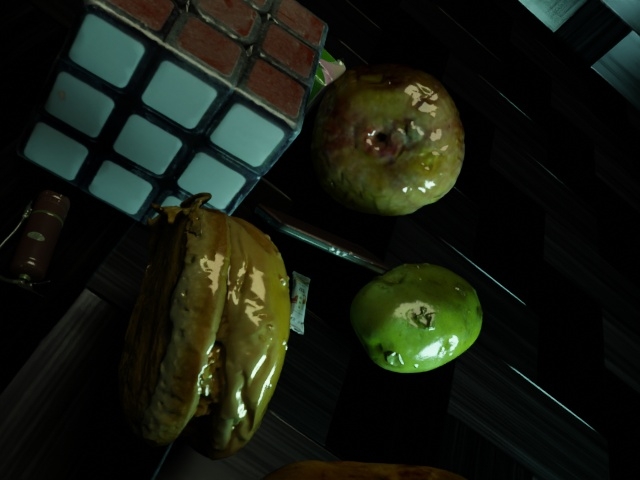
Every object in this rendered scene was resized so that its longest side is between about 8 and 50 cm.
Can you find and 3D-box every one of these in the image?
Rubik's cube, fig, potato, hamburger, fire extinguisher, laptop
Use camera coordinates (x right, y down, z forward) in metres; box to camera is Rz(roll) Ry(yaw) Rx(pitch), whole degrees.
[{"bbox_3d":[-0.203,-0.225,1.015,0.304,0.301,0.305,32,42,-17],"label":"Rubik's cube"},{"bbox_3d":[0.130,-0.173,1.356,0.286,0.286,0.369,53,4,8],"label":"fig"},{"bbox_3d":[0.158,0.127,1.163,0.253,0.148,0.186,2,32,-33],"label":"potato"},{"bbox_3d":[-0.134,0.091,0.798,0.158,0.318,0.318,9,51,-22],"label":"hamburger"},{"bbox_3d":[-0.365,0.005,0.882,0.078,0.045,0.157,5,50,-4],"label":"fire extinguisher"},{"bbox_3d":[0.000,0.000,1.153,0.207,0.026,0.154,23,7,-25],"label":"laptop"}]

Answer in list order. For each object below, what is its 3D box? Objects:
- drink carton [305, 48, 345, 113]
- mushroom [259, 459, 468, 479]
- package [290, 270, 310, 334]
[{"bbox_3d":[-0.105,-0.348,1.312,0.271,0.161,0.108,43,39,-4],"label":"drink carton"},{"bbox_3d":[0.052,0.415,0.808,0.346,0.259,0.345,4,63,-8],"label":"mushroom"},{"bbox_3d":[-0.036,0.097,1.114,0.037,0.015,0.110,32,43,-25],"label":"package"}]
